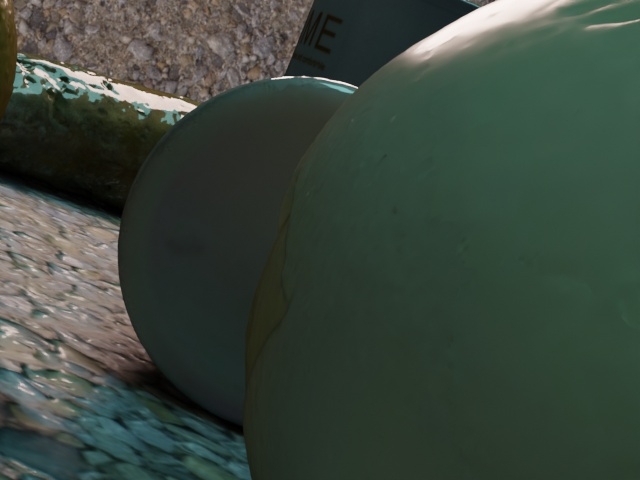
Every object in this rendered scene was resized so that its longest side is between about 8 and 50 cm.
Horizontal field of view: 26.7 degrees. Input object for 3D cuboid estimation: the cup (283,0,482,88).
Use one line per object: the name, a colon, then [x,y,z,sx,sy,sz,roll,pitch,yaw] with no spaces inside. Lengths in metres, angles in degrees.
cup: [0.090,-0.059,1.246,0.331,0.311,0.257,29,8,42]

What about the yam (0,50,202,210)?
yam: [-0.263,-0.113,1.301,0.330,0.133,0.133,14,10,-36]

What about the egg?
egg: [0.119,0.059,0.439,0.283,0.283,0.345,22,19,-18]

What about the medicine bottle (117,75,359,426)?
medicine bottle: [0.000,0.000,0.881,0.202,0.202,0.316,24,6,4]

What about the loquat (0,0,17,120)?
loquat: [-0.259,-0.102,0.637,0.244,0.243,0.244,23,6,-2]
